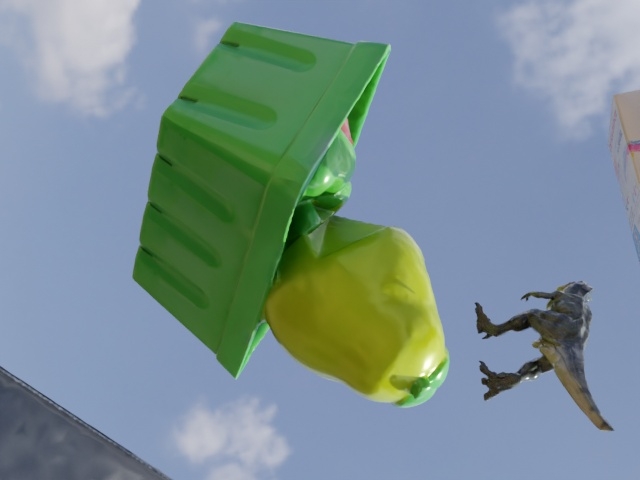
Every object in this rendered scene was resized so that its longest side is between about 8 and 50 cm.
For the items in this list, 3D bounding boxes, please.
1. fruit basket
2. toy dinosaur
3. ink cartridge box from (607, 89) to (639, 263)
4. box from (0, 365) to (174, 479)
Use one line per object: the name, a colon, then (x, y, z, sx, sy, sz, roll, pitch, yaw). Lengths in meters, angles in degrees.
fruit basket: (0.000, 0.000, 1.371, 0.392, 0.283, 0.392, 18, -40, 16)
toy dinosaur: (0.210, 0.101, 1.244, 0.268, 0.118, 0.064, -75, 155, -62)
ink cartridge box: (0.301, -0.066, 1.101, 0.092, 0.090, 0.143, 73, 7, -64)
box: (-0.452, 0.199, 1.144, 0.472, 0.297, 0.480, 11, -24, 42)
